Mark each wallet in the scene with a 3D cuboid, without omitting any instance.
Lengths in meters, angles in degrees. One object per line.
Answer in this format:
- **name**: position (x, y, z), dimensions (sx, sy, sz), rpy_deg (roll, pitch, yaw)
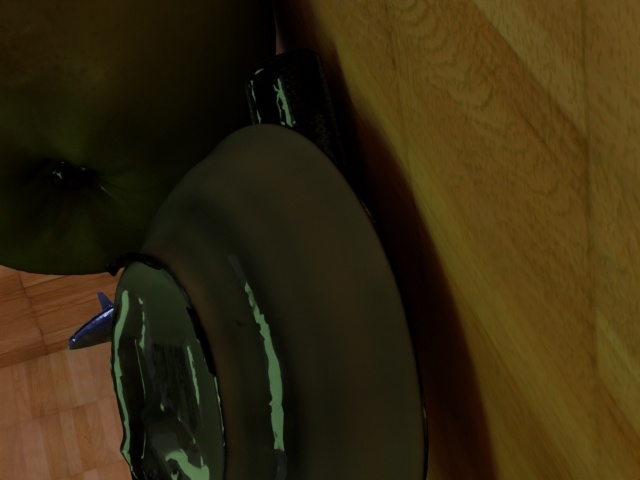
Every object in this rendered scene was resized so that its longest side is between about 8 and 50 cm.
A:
- **wallet**: position (0.000, 0.000, 0.985), dimensions (0.262, 0.071, 0.221), rpy_deg (80, 172, -82)

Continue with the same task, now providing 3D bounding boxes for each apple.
- **apple**: position (-0.203, -0.146, 1.052), dimensions (0.357, 0.357, 0.357), rpy_deg (164, 90, -83)

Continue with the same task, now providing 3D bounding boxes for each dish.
- **dish**: position (-0.058, 0.085, 0.858), dimensions (0.316, 0.106, 0.316), rpy_deg (29, 125, 54)

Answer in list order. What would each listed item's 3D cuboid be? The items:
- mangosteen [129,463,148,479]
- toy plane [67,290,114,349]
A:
- **mangosteen**: position (-0.047, 0.167, 1.183), dimensions (0.265, 0.228, 0.228), rpy_deg (-46, 57, 55)
- **toy plane**: position (-0.163, 0.048, 1.533), dimensions (0.212, 0.267, 0.088), rpy_deg (83, 163, -55)
